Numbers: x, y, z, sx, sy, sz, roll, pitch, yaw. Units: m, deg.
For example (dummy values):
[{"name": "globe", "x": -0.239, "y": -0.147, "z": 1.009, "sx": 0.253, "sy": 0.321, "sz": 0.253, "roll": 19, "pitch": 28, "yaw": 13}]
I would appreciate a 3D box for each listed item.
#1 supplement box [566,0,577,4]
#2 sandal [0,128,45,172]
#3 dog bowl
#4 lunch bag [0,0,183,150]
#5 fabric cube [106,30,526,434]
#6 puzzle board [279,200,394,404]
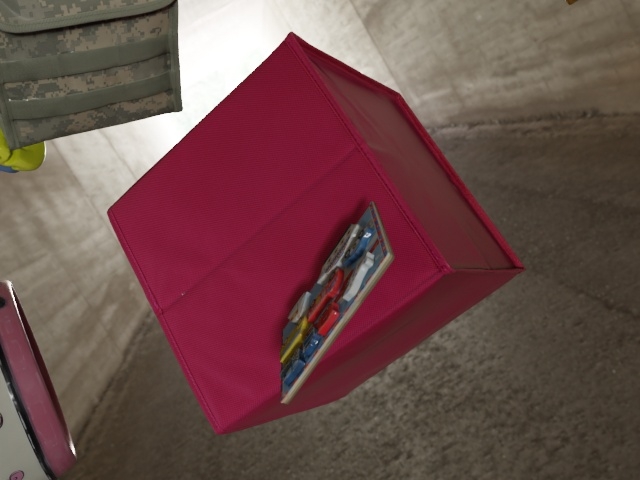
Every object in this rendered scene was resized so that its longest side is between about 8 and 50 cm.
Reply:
[{"name": "supplement box", "x": 0.312, "y": -0.404, "z": 0.799, "sx": 0.129, "sy": 0.191, "sz": 0.194, "roll": -33, "pitch": 0, "yaw": -7}, {"name": "sandal", "x": -0.610, "y": -0.179, "z": 1.164, "sx": 0.138, "sy": 0.317, "sz": 0.126, "roll": -25, "pitch": 50, "yaw": 26}, {"name": "dog bowl", "x": -0.539, "y": 0.246, "z": 1.228, "sx": 0.150, "sy": 0.407, "sz": 0.408, "roll": -20, "pitch": 5, "yaw": -20}, {"name": "lunch bag", "x": -0.299, "y": -0.282, "z": 0.883, "sx": 0.235, "sy": 0.169, "sz": 0.287, "roll": -18, "pitch": -40, "yaw": -24}, {"name": "fabric cube", "x": 0.000, "y": 0.000, "z": 0.725, "sx": 0.258, "sy": 0.259, "sz": 0.254, "roll": -40, "pitch": -20, "yaw": 22}, {"name": "puzzle board", "x": 0.005, "y": 0.039, "z": 0.509, "sx": 0.128, "sy": 0.011, "sz": 0.096, "roll": -55, "pitch": 16, "yaw": 18}]
